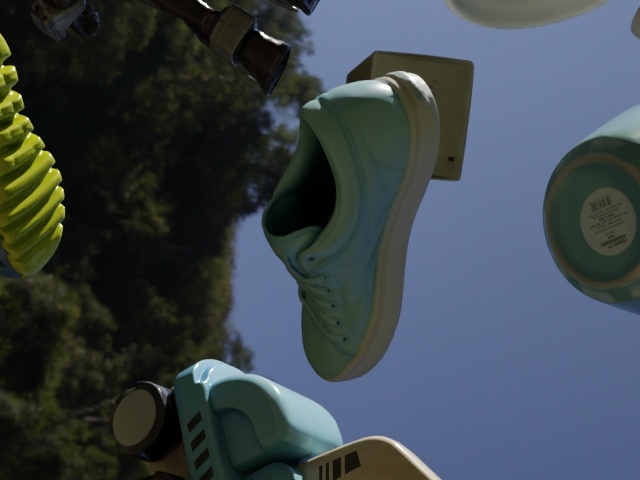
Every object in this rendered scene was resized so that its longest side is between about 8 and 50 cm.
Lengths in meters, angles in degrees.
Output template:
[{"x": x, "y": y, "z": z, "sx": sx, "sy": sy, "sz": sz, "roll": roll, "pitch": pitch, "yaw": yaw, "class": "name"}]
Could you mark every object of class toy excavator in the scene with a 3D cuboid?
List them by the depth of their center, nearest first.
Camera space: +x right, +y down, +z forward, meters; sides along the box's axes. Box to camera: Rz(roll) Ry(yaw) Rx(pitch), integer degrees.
[{"x": -0.029, "y": 0.307, "z": 1.481, "sx": 0.445, "sy": 0.222, "sz": 0.433, "roll": -34, "pitch": -128, "yaw": 21, "class": "toy excavator"}]

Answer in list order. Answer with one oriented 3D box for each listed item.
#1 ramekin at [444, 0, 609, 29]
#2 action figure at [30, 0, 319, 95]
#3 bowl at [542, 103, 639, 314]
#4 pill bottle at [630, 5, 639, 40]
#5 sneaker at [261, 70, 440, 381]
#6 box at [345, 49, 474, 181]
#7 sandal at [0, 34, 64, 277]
[{"x": 0.284, "y": -0.406, "z": 1.471, "sx": 0.277, "sy": 0.277, "sz": 0.135, "roll": -30, "pitch": -120, "yaw": 43, "class": "ramekin"}, {"x": -0.143, "y": -0.227, "z": 0.893, "sx": 0.185, "sy": 0.285, "sz": 0.099, "roll": -61, "pitch": 180, "yaw": 4, "class": "action figure"}, {"x": 0.421, "y": -0.033, "z": 1.512, "sx": 0.311, "sy": 0.163, "sz": 0.312, "roll": 10, "pitch": -77, "yaw": 51, "class": "bowl"}, {"x": 0.502, "y": -0.209, "z": 1.354, "sx": 0.264, "sy": 0.146, "sz": 0.146, "roll": 47, "pitch": -62, "yaw": 26, "class": "pill bottle"}, {"x": 0.000, "y": 0.000, "z": 1.112, "sx": 0.135, "sy": 0.150, "sz": 0.366, "roll": 51, "pitch": -39, "yaw": 45, "class": "sneaker"}, {"x": 0.100, "y": -0.152, "z": 1.434, "sx": 0.311, "sy": 0.121, "sz": 0.148, "roll": -152, "pitch": -112, "yaw": -85, "class": "box"}, {"x": -0.414, "y": -0.104, "z": 1.366, "sx": 0.138, "sy": 0.126, "sz": 0.317, "roll": -9, "pitch": -77, "yaw": 26, "class": "sandal"}]
